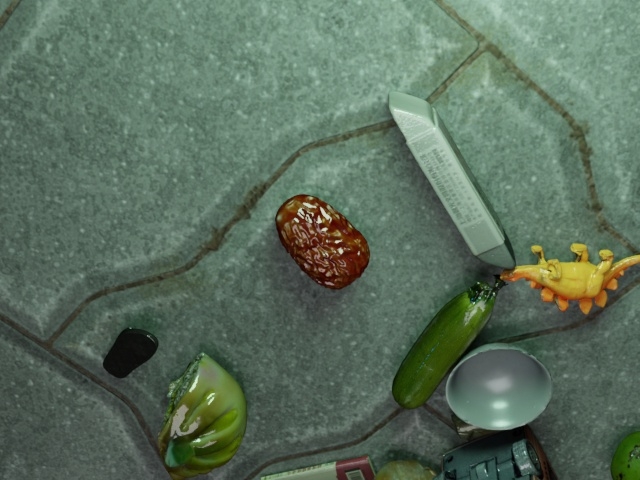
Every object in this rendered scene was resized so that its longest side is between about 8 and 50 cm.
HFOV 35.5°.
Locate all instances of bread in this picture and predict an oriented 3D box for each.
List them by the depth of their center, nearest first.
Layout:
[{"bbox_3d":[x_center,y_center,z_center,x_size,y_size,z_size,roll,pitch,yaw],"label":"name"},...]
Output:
[{"bbox_3d":[-0.215,0.341,1.870,0.156,0.158,0.260,-5,123,5],"label":"bread"}]

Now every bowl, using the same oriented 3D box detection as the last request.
[{"bbox_3d":[0.317,0.241,1.791,0.189,0.086,0.189,2,123,3],"label":"bowl"}]

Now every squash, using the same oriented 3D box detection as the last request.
[{"bbox_3d":[0.220,0.176,1.760,0.087,0.087,0.331,25,123,-10],"label":"squash"}]

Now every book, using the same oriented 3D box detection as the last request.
[{"bbox_3d":[0.013,0.520,2.031,0.232,0.022,0.162,-15,117,15],"label":"book"}]

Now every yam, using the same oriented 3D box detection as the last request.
[{"bbox_3d":[0.313,0.336,1.870,0.132,0.054,0.054,-16,118,14],"label":"yam"}]

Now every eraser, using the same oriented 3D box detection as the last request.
[{"bbox_3d":[0.214,-0.093,1.595,0.061,0.089,0.352,-26,115,16],"label":"eraser"}]

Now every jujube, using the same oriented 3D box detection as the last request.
[{"bbox_3d":[0.000,0.000,1.670,0.176,0.109,0.112,45,79,-11],"label":"jujube"}]

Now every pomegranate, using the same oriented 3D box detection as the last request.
[{"bbox_3d":[0.615,0.420,1.848,0.143,0.122,0.169,36,126,18],"label":"pomegranate"}]

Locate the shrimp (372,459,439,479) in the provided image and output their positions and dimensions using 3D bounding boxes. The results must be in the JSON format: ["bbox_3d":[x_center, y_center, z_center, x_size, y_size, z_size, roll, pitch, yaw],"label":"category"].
[{"bbox_3d":[0.224,0.624,1.883,0.110,0.221,0.445,-37,75,44],"label":"shrimp"}]

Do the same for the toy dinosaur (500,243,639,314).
[{"bbox_3d":[0.440,0.067,1.679,0.289,0.070,0.117,-2,116,-8],"label":"toy dinosaur"}]

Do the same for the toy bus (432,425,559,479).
[{"bbox_3d":[0.339,0.551,1.782,0.203,0.426,0.233,-27,118,20],"label":"toy bus"}]

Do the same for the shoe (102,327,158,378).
[{"bbox_3d":[-0.350,0.197,1.861,0.071,0.049,0.179,37,137,-10],"label":"shoe"}]
